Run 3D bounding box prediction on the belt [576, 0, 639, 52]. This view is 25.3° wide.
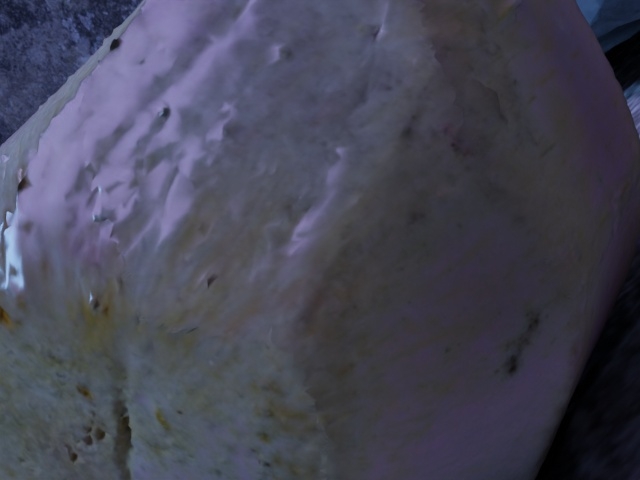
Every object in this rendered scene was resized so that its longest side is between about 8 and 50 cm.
[{"bbox_3d":[0.192,-0.198,0.793,0.260,0.122,0.325,-43,6,-32],"label":"belt"}]

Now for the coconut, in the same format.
[{"bbox_3d":[0.000,0.000,0.474,0.237,0.197,0.237,-45,4,4],"label":"coconut"}]
